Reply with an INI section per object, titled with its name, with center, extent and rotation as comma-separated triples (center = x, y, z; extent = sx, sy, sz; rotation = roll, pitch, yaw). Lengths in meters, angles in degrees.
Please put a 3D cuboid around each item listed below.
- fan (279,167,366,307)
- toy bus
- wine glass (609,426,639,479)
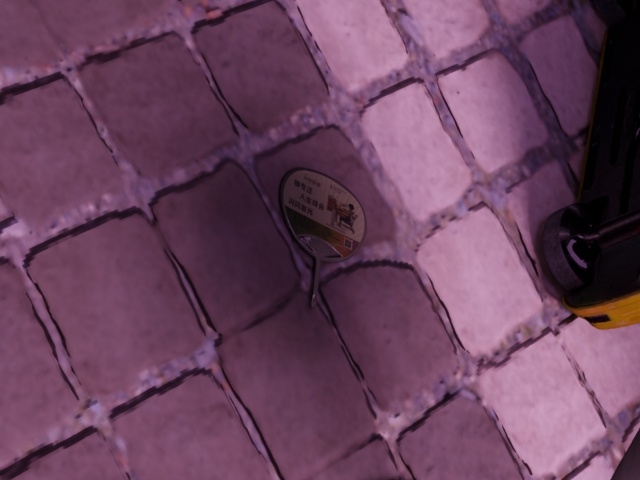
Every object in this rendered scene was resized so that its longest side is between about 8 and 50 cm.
[fan]
center = 0.006, -0.004, 1.041
extent = 0.060, 0.003, 0.080
rotation = -7, 77, -42
[toy bus]
center = 0.256, -0.080, 1.197
extent = 0.151, 0.145, 0.331
rotation = 34, 52, -28
[wine glass]
center = 0.125, 0.153, 0.922
extent = 0.156, 0.232, 0.156
rotation = 19, 59, -36
